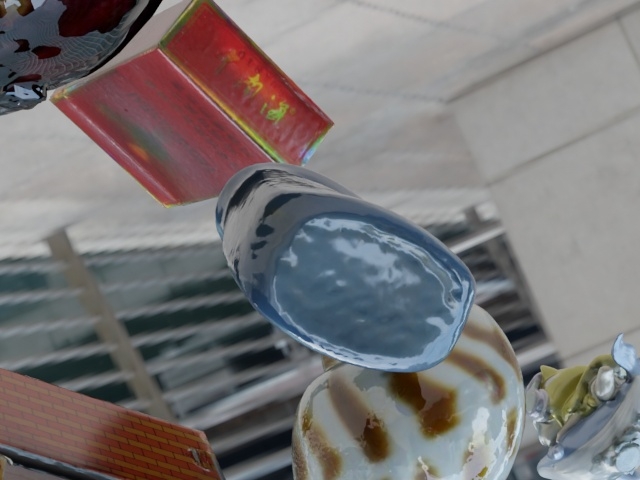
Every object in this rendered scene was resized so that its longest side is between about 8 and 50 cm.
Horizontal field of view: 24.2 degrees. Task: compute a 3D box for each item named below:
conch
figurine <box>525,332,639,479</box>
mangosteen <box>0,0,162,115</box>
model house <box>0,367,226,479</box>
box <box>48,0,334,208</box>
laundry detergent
[{"bbox_3d":[0.065,0.115,1.142,0.182,0.275,0.149,-8,151,-13],"label":"conch"},{"bbox_3d":[0.308,0.190,1.664,0.128,0.184,0.208,23,113,-26],"label":"figurine"},{"bbox_3d":[-0.235,-0.282,0.959,0.381,0.381,0.421,90,22,-84],"label":"mangosteen"},{"bbox_3d":[-0.147,0.146,0.826,0.294,0.154,0.207,21,152,-27],"label":"model house"},{"bbox_3d":[-0.147,-0.142,1.615,0.089,0.197,0.313,-56,-158,-23],"label":"box"},{"bbox_3d":[0.000,0.000,0.986,0.143,0.094,0.290,19,-173,-15],"label":"laundry detergent"}]
